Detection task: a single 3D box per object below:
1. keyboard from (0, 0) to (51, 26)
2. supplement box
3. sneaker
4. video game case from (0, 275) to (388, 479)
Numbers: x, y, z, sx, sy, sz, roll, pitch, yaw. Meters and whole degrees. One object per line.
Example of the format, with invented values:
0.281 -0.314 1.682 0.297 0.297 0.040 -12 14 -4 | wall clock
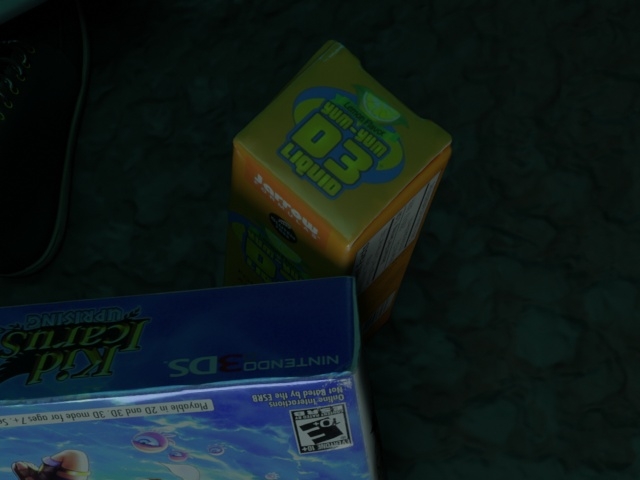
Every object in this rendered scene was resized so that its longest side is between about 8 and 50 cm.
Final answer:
-0.279 -0.175 0.772 0.317 0.033 0.201 -29 68 -11 | keyboard
0.000 0.000 0.683 0.078 0.233 0.080 41 68 13 | supplement box
-0.189 -0.096 0.785 0.083 0.118 0.222 -5 78 5 | sneaker
-0.102 0.126 0.667 0.270 0.244 0.061 -5 50 5 | video game case
